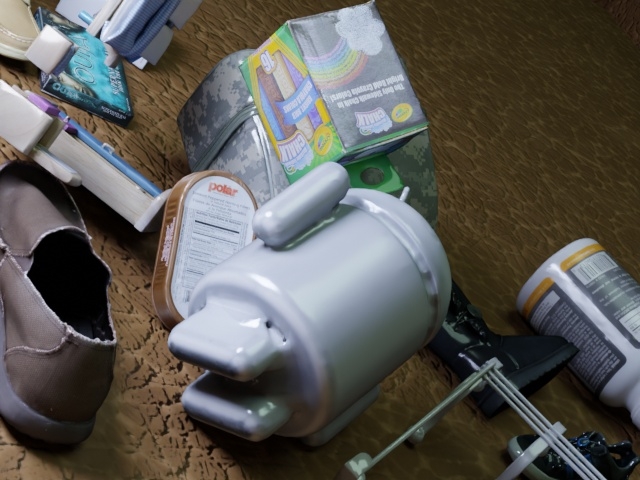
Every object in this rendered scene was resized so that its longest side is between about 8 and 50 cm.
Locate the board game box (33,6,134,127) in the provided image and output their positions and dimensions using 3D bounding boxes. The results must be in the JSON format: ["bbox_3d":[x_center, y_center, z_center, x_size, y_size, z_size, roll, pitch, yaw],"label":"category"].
[{"bbox_3d":[-0.317,-0.231,1.881,0.126,0.026,0.186,23,29,-31],"label":"board game box"}]

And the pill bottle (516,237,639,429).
[{"bbox_3d":[0.432,0.143,2.081,0.278,0.162,0.162,49,27,22],"label":"pill bottle"}]

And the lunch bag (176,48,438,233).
[{"bbox_3d":[-0.010,-0.088,1.798,0.305,0.212,0.256,-1,60,-36],"label":"lunch bag"}]

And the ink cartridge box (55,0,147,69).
[{"bbox_3d":[-0.290,-0.326,2.035,0.150,0.063,0.109,34,25,-7],"label":"ink cartridge box"}]

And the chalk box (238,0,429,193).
[{"bbox_3d":[0.024,-0.145,1.636,0.132,0.132,0.213,-19,84,-33],"label":"chalk box"}]

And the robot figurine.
[{"bbox_3d":[0.002,0.070,1.502,0.200,0.299,0.353,18,37,37],"label":"robot figurine"}]

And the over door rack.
[{"bbox_3d":[0.176,0.288,1.573,0.239,0.108,0.324,45,40,15],"label":"over door rack"}]

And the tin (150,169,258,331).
[{"bbox_3d":[-0.124,0.015,1.561,0.106,0.040,0.189,17,75,-34],"label":"tin"}]

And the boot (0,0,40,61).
[{"bbox_3d":[-0.393,-0.370,1.803,0.095,0.203,0.262,9,36,-45],"label":"boot"}]

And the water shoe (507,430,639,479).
[{"bbox_3d":[0.323,0.268,1.811,0.203,0.080,0.073,17,31,-38],"label":"water shoe"}]

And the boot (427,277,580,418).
[{"bbox_3d":[0.224,0.119,1.917,0.207,0.094,0.246,50,33,16],"label":"boot"}]

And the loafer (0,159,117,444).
[{"bbox_3d":[-0.253,0.032,1.384,0.134,0.130,0.366,19,30,-35],"label":"loafer"}]

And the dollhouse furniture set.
[{"bbox_3d":[-0.183,-0.188,1.576,0.198,0.303,0.286,37,1,0],"label":"dollhouse furniture set"}]
